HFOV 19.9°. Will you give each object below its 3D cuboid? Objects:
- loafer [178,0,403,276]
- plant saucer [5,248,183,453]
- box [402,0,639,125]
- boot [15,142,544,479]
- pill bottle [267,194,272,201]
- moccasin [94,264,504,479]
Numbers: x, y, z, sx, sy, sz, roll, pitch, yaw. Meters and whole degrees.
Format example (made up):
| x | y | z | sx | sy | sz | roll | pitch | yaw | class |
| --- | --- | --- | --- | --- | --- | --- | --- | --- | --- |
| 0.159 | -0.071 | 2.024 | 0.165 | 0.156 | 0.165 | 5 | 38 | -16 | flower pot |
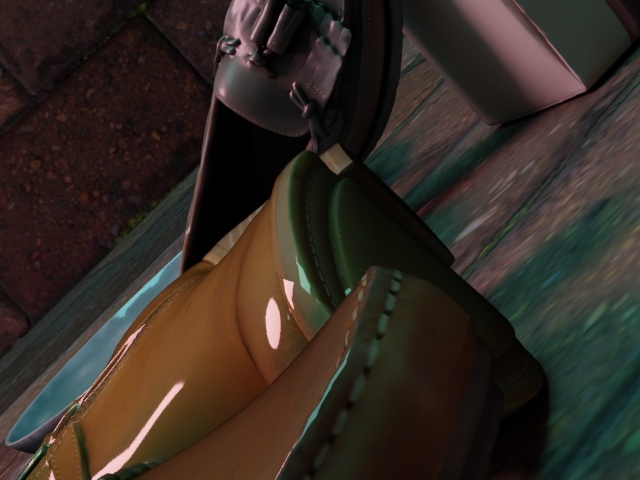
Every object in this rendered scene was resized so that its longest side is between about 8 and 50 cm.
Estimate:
| x | y | z | sx | sy | sz | roll | pitch | yaw | class |
| --- | --- | --- | --- | --- | --- | --- | --- | --- | --- |
| -0.023 | -0.064 | 0.998 | 0.084 | 0.096 | 0.267 | -28 | -35 | -36 | loafer |
| -0.089 | 0.043 | 1.264 | 0.317 | 0.043 | 0.317 | -42 | 8 | 7 | plant saucer |
| 0.151 | -0.190 | 0.985 | 0.232 | 0.127 | 0.148 | -45 | 8 | -13 | box |
| -0.045 | 0.074 | 0.622 | 0.220 | 0.109 | 0.283 | -47 | 13 | 5 | boot |
| 0.000 | 0.000 | 0.933 | 0.067 | 0.067 | 0.120 | -42 | 7 | 9 | pill bottle |
| -0.110 | 0.125 | 0.484 | 0.380 | 0.147 | 0.139 | -39 | 8 | 30 | moccasin |
